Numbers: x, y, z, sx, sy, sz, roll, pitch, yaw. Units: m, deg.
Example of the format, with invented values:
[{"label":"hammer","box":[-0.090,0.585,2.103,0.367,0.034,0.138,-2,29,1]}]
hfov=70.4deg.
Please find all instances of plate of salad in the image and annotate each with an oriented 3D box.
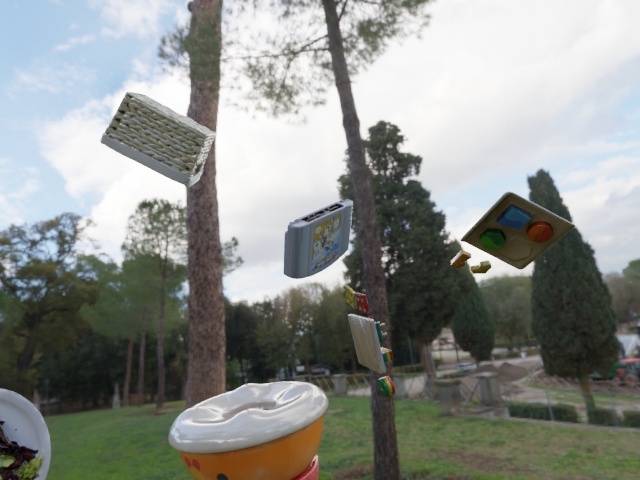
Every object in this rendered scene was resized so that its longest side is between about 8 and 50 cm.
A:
[{"label":"plate of salad","box":[-0.479,0.306,0.621,0.200,0.199,0.048,-4,-16,-9]}]

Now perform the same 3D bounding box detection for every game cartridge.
[{"label":"game cartridge","box":[0.000,0.000,1.415,0.062,0.198,0.297,17,29,34]}]

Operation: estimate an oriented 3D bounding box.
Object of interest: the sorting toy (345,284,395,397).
[{"label":"sorting toy","box":[0.126,0.242,1.136,0.046,0.274,0.132,-15,2,-20]}]

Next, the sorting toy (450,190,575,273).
[{"label":"sorting toy","box":[0.525,0.013,1.295,0.229,0.041,0.307,23,-45,-8]}]

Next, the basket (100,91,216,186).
[{"label":"basket","box":[-0.284,-0.185,0.823,0.167,0.103,0.113,28,11,-10]}]

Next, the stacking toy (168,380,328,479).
[{"label":"stacking toy","box":[-0.118,0.578,0.990,0.351,0.479,0.350,-11,-4,-1]}]
